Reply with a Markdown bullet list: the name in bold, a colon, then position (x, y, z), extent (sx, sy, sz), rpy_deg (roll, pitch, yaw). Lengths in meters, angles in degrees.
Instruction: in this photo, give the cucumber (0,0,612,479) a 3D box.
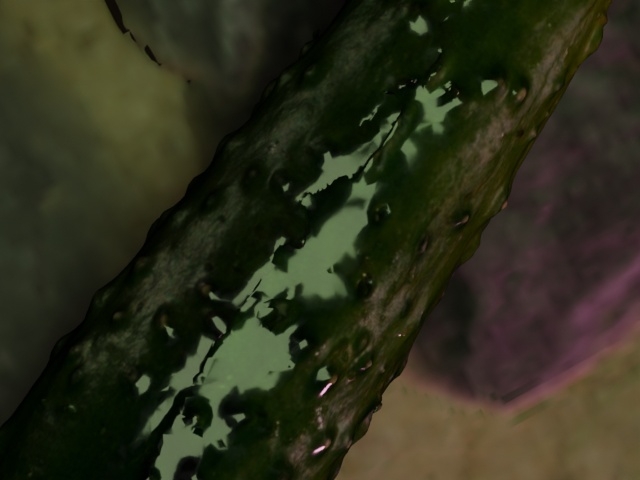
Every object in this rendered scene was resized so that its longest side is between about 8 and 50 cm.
- **cucumber**: position (0.000, 0.000, 0.354), extent (0.069, 0.069, 0.227), rpy_deg (36, 88, -12)
